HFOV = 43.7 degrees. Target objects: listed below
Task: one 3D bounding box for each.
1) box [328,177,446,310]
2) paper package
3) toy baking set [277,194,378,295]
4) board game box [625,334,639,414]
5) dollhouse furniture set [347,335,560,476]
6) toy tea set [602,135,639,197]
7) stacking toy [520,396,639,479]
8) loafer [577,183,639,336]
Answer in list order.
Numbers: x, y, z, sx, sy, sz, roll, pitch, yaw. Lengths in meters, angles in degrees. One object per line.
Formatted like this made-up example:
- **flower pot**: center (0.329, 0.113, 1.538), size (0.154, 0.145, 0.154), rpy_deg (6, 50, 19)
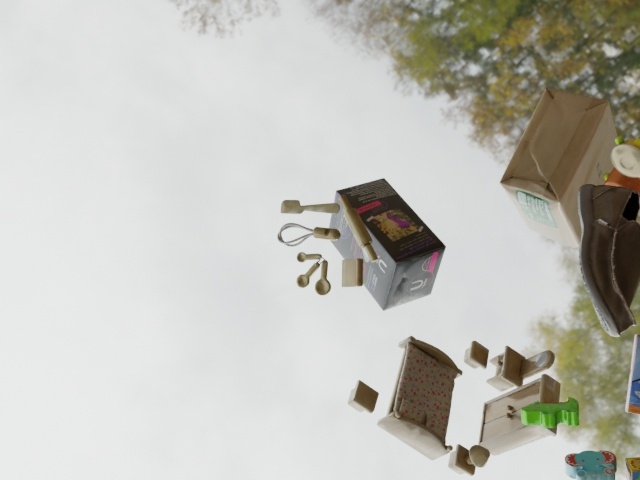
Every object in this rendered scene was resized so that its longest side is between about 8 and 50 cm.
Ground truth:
- **box**: center (0.149, 0.004, 1.878), size (0.143, 0.165, 0.270), rpy_deg (-16, -131, -25)
- **paper package**: center (0.634, -0.183, 2.067), size (0.168, 0.309, 0.325), rpy_deg (22, 170, 32)
- **toy baking set**: center (0.006, -0.002, 1.697), size (0.030, 0.197, 0.256), rpy_deg (18, -134, -64)
- **board game box**: center (0.710, 0.264, 1.448), size (0.027, 0.282, 0.145), rpy_deg (38, -119, -79)
- **dollhouse furniture set**: center (0.269, 0.249, 1.525), size (0.356, 0.174, 0.303), rpy_deg (34, -133, -16)
- **toy tea set**: center (0.786, -0.108, 1.772), size (0.336, 0.200, 0.124), rpy_deg (40, -118, 17)
- **stacking toy**: center (0.321, 0.233, 0.831), size (0.052, 0.221, 0.166), rpy_deg (-82, -14, -69)
- **loafer**: center (0.574, 0.016, 1.536), size (0.133, 0.130, 0.365), rpy_deg (53, -145, -40)
